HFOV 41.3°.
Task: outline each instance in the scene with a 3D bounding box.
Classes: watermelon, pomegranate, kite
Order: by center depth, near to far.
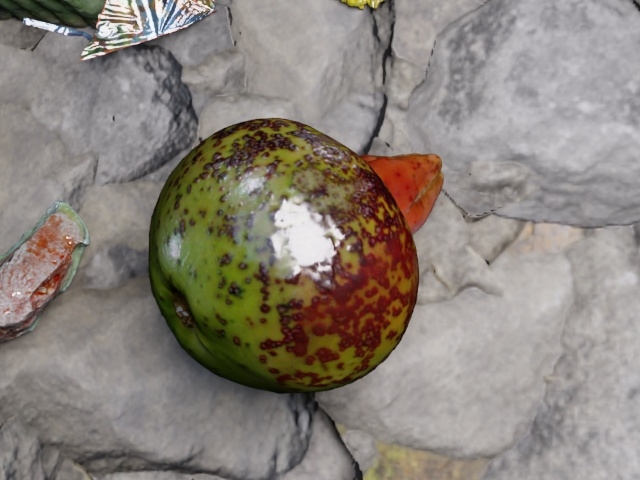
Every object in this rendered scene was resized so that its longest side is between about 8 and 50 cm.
[{"bbox_3d":[0.000,0.000,0.628,0.247,0.214,0.214,-28,69,-23],"label":"pomegranate"},{"bbox_3d":[-0.274,0.055,0.741,0.187,0.139,0.071,-42,104,7],"label":"watermelon"},{"bbox_3d":[-0.165,-0.238,0.756,0.160,0.010,0.183,21,87,-19],"label":"kite"}]

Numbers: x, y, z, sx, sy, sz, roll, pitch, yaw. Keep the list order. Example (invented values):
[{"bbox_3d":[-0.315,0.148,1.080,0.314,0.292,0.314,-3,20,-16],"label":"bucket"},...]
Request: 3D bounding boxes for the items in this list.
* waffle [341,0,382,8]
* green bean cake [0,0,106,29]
[{"bbox_3d":[0.038,-0.244,0.738,0.078,0.016,0.085,27,89,20],"label":"waffle"},{"bbox_3d":[-0.262,-0.303,0.808,0.181,0.094,0.173,10,85,21],"label":"green bean cake"}]
